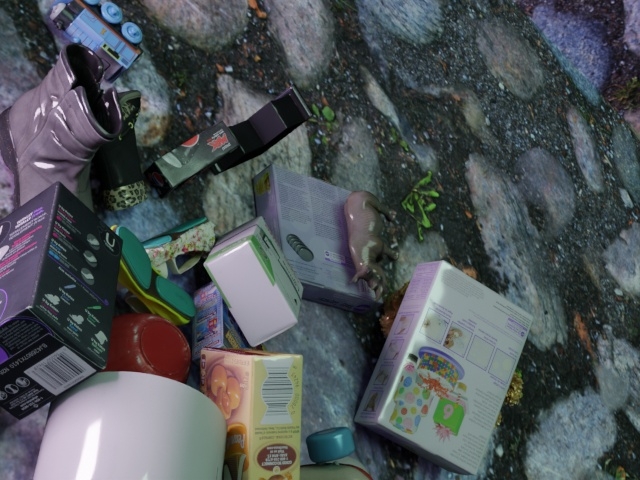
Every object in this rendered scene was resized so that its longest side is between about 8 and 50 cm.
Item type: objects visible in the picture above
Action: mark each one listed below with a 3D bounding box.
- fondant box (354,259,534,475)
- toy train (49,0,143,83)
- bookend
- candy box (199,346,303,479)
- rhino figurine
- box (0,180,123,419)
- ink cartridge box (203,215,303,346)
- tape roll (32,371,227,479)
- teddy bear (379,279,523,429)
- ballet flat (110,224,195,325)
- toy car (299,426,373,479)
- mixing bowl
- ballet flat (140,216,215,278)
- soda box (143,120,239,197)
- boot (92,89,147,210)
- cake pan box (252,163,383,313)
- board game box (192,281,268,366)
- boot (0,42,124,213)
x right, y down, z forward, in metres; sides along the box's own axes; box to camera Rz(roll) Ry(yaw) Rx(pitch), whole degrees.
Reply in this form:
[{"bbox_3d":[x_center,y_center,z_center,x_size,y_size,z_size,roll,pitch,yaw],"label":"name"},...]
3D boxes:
[{"bbox_3d":[0.234,0.236,2.075,0.238,0.096,0.330,31,70,-22],"label":"fondant box"},{"bbox_3d":[-0.395,-0.369,1.961,0.184,0.080,0.105,42,46,-19],"label":"toy train"},{"bbox_3d":[-0.123,-0.206,2.075,0.072,0.156,0.157,58,39,1],"label":"bookend"},{"bbox_3d":[-0.106,0.316,1.601,0.087,0.183,0.316,4,86,-28],"label":"candy box"},{"bbox_3d":[0.092,0.010,2.117,0.106,0.073,0.243,27,48,-39],"label":"rhino figurine"},{"bbox_3d":[-0.383,0.078,1.520,0.143,0.165,0.270,47,23,-32],"label":"box"},{"bbox_3d":[-0.107,0.062,1.864,0.160,0.092,0.219,61,8,-10],"label":"ink cartridge box"},{"bbox_3d":[-0.257,0.309,1.493,0.246,0.246,0.169,31,45,-29],"label":"tape roll"},{"bbox_3d":[0.268,0.222,2.195,0.245,0.113,0.338,-26,89,-22],"label":"teddy bear"},{"bbox_3d":[-0.282,0.066,1.731,0.231,0.077,0.077,52,25,-43],"label":"ballet flat"},{"bbox_3d":[0.001,0.412,1.792,0.238,0.210,0.219,2,73,-79],"label":"toy car"},{"bbox_3d":[-0.264,0.180,1.695,0.181,0.098,0.181,26,47,-32],"label":"mixing bowl"},{"bbox_3d":[-0.254,0.024,1.835,0.241,0.091,0.077,-23,104,-48],"label":"ballet flat"},{"bbox_3d":[-0.226,-0.145,1.966,0.169,0.053,0.060,-37,93,-36],"label":"soda box"},{"bbox_3d":[-0.337,-0.155,1.870,0.236,0.085,0.179,-76,153,-76],"label":"boot"},{"bbox_3d":[0.000,0.000,2.135,0.267,0.070,0.246,16,55,-40],"label":"cake pan box"},{"bbox_3d":[-0.144,0.182,1.794,0.194,0.060,0.194,60,11,-14],"label":"board game box"},{"bbox_3d":[-0.371,-0.110,1.681,0.118,0.222,0.338,-13,74,-51],"label":"boot"}]
